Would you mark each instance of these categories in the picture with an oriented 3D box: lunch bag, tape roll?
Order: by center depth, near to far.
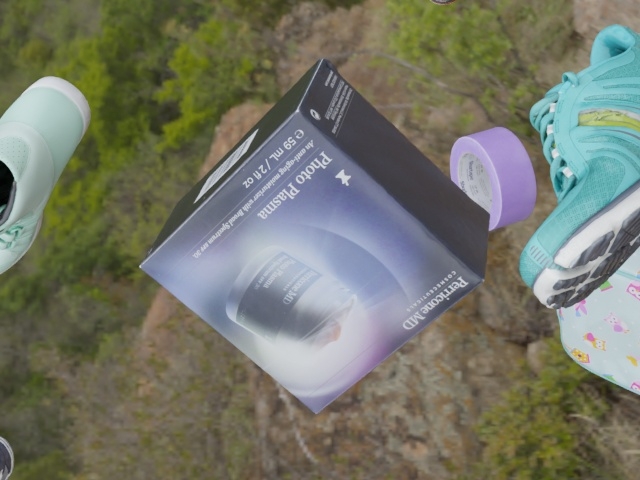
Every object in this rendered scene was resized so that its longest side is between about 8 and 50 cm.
[{"bbox_3d":[0.492,0.116,1.726,0.224,0.108,0.279,21,143,35],"label":"lunch bag"},{"bbox_3d":[0.330,-0.118,2.112,0.189,0.080,0.189,164,90,-71],"label":"tape roll"}]

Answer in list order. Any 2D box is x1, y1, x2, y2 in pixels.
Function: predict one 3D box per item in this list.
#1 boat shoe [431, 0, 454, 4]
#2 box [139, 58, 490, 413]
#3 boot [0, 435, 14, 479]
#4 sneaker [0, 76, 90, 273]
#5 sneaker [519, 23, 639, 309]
[{"bbox_3d":[0.119,-0.231,0.802,0.137,0.049,0.043,-54,11,20],"label":"boat shoe"},{"bbox_3d":[0.000,0.000,1.327,0.296,0.294,0.182,-43,15,27],"label":"box"},{"bbox_3d":[-0.336,0.249,0.931,0.190,0.069,0.086,-57,4,-2],"label":"boot"},{"bbox_3d":[-0.313,-0.027,1.002,0.256,0.094,0.151,-51,6,37],"label":"sneaker"},{"bbox_3d":[0.185,-0.056,0.732,0.110,0.275,0.107,33,136,7],"label":"sneaker"}]
